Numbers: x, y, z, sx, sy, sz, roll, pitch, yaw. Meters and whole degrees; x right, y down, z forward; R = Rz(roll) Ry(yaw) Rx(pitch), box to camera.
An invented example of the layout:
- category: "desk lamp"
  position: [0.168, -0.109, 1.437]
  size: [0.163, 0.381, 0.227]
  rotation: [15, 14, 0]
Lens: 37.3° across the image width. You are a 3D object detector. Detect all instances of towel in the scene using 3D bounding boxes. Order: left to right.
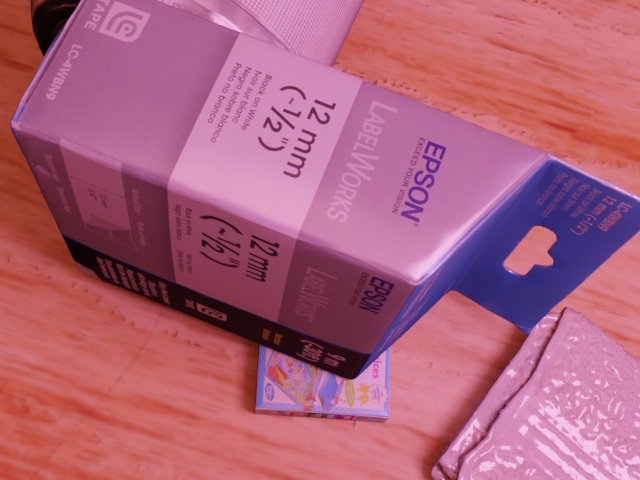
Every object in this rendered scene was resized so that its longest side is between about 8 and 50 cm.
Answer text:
- category: "towel"
  position: [0.240, 0.197, 0.719]
  size: [0.282, 0.049, 0.187]
  rotation: [37, 71, 6]

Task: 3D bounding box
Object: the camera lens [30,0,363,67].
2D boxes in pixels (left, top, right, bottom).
- category: "camera lens"
  position: [-0.074, -0.212, 0.735]
  size: [0.219, 0.219, 0.274]
  rotation: [23, 69, 1]

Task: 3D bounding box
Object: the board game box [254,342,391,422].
- category: "board game box"
  position: [0.004, 0.062, 0.749]
  size: [0.103, 0.026, 0.154]
  rotation: [5, 70, -5]

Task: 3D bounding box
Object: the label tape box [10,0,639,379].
- category: "label tape box"
  position: [0.000, 0.000, 0.621]
  size: [0.347, 0.249, 0.115]
  rotation: [23, 69, 3]
